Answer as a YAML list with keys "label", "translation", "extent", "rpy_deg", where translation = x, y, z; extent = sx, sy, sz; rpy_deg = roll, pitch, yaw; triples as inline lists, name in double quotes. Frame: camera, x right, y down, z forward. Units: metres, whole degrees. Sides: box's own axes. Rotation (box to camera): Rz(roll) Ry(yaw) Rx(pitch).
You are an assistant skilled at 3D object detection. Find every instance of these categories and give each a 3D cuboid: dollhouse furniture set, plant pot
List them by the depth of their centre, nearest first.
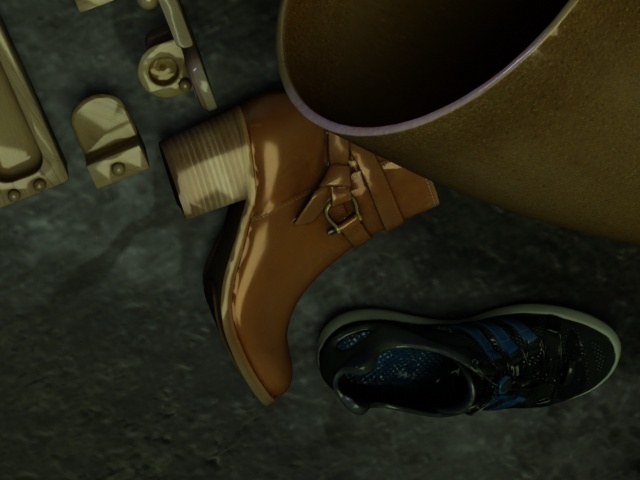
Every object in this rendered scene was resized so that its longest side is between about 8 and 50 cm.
- label: "dollhouse furniture set"
  translation: [-0.140, -0.088, 1.002]
  extent: [0.151, 0.123, 0.144]
  rpy_deg: [-21, 116, 0]
- label: "plant pot"
  translation: [0.145, -0.101, 1.011]
  extent: [0.237, 0.237, 0.254]
  rpy_deg: [-46, 128, 11]

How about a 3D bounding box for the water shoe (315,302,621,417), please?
- label: "water shoe"
  translation: [0.099, 0.088, 1.152]
  extent: [0.203, 0.080, 0.073]
  rpy_deg: [0, 115, -10]

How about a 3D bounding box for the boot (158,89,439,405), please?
- label: "boot"
  translation: [0.000, 0.000, 1.101]
  extent: [0.152, 0.073, 0.197]
  rpy_deg: [-18, 119, -6]
